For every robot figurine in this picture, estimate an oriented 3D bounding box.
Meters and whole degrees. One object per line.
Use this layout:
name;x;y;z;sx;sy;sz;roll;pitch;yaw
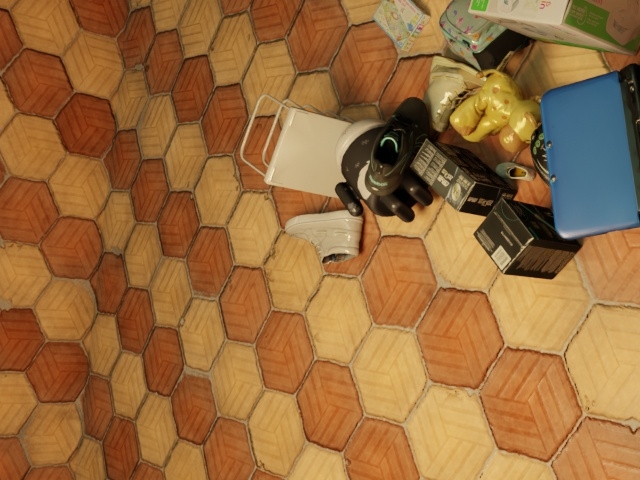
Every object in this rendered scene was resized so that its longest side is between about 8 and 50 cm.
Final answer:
robot figurine;0.150;-0.166;2.130;0.278;0.209;0.173;54;153;36

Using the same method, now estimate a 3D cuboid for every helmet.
helmet;0.500;-0.160;1.747;0.169;0.170;0.161;-61;32;23

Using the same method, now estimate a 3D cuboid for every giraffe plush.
giraffe plush;0.400;-0.257;1.872;0.170;0.182;0.210;50;138;27

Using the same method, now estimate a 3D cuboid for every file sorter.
file sorter;-0.029;-0.238;2.265;0.173;0.278;0.192;39;113;49

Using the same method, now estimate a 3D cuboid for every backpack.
backpack;0.349;-0.473;1.962;0.166;0.144;0.188;-45;38;1

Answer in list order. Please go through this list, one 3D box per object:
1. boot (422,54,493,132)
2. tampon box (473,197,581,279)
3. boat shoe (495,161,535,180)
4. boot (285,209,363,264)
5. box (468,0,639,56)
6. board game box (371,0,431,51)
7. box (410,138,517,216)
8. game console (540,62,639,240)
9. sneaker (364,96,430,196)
boot;0.307;-0.321;2.046;0.213;0.077;0.165;34;109;51
tampon box;0.414;-0.001;1.811;0.101;0.161;0.120;-54;47;28
boat shoe;0.411;-0.148;1.932;0.100;0.035;0.035;23;101;47
boot;0.000;0.000;2.324;0.258;0.095;0.123;-10;70;46
box;0.467;-0.458;1.747;0.231;0.262;0.126;26;104;46
board game box;0.199;-0.554;2.239;0.103;0.026;0.154;-55;48;27
box;0.310;-0.132;1.959;0.180;0.147;0.077;49;119;40
game console;0.565;-0.153;1.639;0.173;0.250;0.292;151;118;-64
sneaker;0.177;-0.222;1.987;0.101;0.106;0.267;18;62;12
